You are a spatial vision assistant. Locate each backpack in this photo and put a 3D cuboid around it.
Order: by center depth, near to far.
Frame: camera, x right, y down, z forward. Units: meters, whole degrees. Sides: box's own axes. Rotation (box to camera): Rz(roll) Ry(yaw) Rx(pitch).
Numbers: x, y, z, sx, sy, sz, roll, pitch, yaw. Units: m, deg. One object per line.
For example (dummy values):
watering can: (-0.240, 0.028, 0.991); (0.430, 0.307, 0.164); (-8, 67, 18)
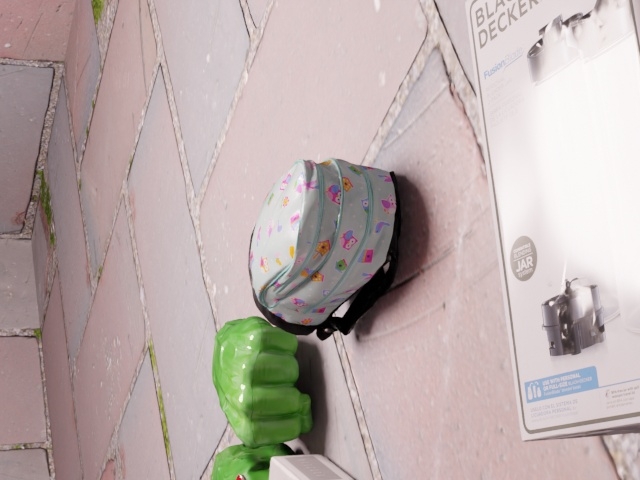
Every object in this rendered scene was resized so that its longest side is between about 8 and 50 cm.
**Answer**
backpack: (0.000, 0.000, 1.019); (0.182, 0.115, 0.152); (138, 131, -57)

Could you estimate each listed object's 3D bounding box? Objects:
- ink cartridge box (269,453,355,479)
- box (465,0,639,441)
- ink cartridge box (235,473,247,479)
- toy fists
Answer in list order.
ink cartridge box: (0.024, 0.366, 1.016); (0.296, 0.066, 0.261); (-163, 76, -66)
box: (0.175, -0.038, 0.634); (0.169, 0.087, 0.290); (149, 119, -64)
ink cartridge box: (-0.082, 0.386, 1.021); (0.272, 0.130, 0.309); (61, 160, 16)
toy fists: (-0.064, 0.221, 1.196); (0.142, 0.096, 0.279); (-148, 59, -75)
